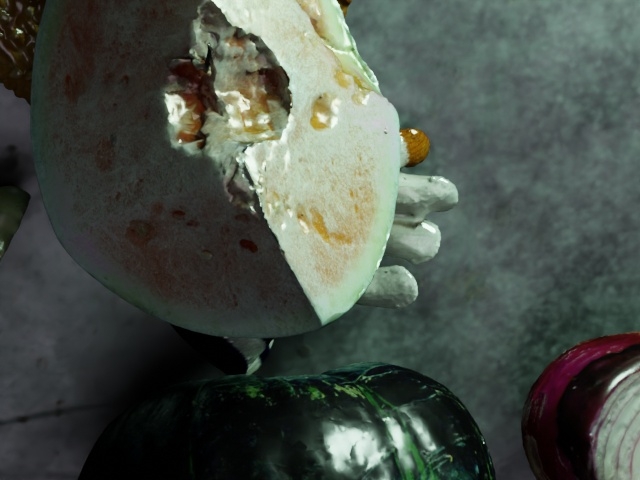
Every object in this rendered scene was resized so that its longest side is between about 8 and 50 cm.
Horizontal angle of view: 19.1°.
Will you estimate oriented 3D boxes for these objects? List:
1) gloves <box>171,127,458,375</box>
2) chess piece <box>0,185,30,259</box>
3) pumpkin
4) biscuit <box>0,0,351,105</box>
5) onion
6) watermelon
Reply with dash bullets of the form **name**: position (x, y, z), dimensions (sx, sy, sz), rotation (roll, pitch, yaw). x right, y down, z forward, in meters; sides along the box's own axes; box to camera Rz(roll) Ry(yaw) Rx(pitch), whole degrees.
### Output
- **gloves**: position (-0.009, -0.003, 1.389), dimensions (0.219, 0.131, 0.140), rotation (-51, 136, -15)
- **chess piece**: position (-0.347, -0.030, 1.326), dimensions (0.251, 0.144, 0.144), rotation (29, 106, -12)
- **pumpkin**: position (-0.020, 0.216, 1.381), dimensions (0.315, 0.315, 0.239), rotation (-11, 74, -3)
- **biscuit**: position (-0.117, -0.209, 1.323), dimensions (0.305, 0.038, 0.305), rotation (-3, 113, -7)
- **onion**: position (0.255, 0.126, 1.473), dimensions (0.195, 0.140, 0.218), rotation (31, 81, -23)
- **watermelon**: position (-0.071, -0.086, 1.282), dimensions (0.175, 0.188, 0.322), rotation (1, 79, -49)
